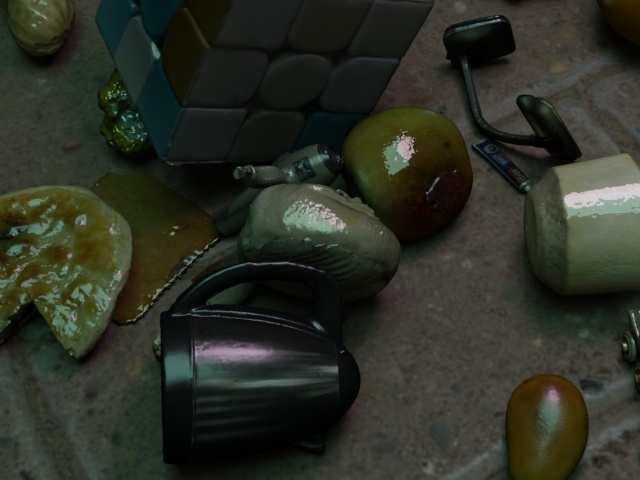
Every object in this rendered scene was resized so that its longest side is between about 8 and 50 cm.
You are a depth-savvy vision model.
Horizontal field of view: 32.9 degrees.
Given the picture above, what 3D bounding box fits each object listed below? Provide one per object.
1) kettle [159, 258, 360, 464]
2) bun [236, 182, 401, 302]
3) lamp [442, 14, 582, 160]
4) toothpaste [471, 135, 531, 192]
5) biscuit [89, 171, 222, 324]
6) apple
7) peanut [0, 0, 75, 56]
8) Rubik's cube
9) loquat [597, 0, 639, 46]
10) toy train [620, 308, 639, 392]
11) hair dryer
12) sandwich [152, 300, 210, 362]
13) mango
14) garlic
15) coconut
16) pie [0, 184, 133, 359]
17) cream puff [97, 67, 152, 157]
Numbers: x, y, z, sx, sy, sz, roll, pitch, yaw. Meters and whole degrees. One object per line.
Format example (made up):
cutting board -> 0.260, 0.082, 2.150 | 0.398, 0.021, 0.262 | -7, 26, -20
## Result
kettle -> -0.081, 0.174, 1.472 | 0.271, 0.207, 0.251 | 0, 66, -8
bun -> 0.000, 0.000, 1.553 | 0.239, 0.239, 0.141 | 9, 69, 10
lamp -> 0.286, -0.250, 1.718 | 0.124, 0.203, 0.283 | -27, 61, 6
toothpaste -> 0.295, -0.119, 1.733 | 0.037, 0.021, 0.140 | -24, 55, -22
biscuit -> -0.305, -0.002, 1.704 | 0.237, 0.013, 0.232 | 34, 66, 22
apple -> 0.136, -0.111, 1.660 | 0.188, 0.174, 0.207 | -25, 75, -9
peanut -> -0.518, -0.445, 1.939 | 0.130, 0.130, 0.290 | -24, 60, -11
Rubik's cube -> -0.099, -0.351, 1.652 | 0.347, 0.346, 0.344 | -3, 52, -36
loquat -> 0.571, -0.425, 1.788 | 0.235, 0.235, 0.235 | -2, 57, 3
toy train -> 0.471, 0.168, 1.475 | 0.081, 0.125, 0.194 | -6, 58, -4
hair dryer -> -0.101, -0.065, 1.617 | 0.225, 0.219, 0.088 | -15, 74, -47
sandwich -> -0.202, 0.129, 1.567 | 0.036, 0.093, 0.105 | 33, 68, 15
mango -> 0.304, 0.258, 1.452 | 0.111, 0.089, 0.163 | -7, 66, 13
garlic -> -0.129, 0.051, 1.625 | 0.152, 0.066, 0.084 | -36, 60, -15
coconut -> 0.408, -0.022, 1.560 | 0.222, 0.202, 0.202 | -6, 57, 4
pie -> -0.441, 0.044, 1.638 | 0.337, 0.075, 0.337 | -2, 61, 5
cream puff -> -0.302, -0.213, 1.774 | 0.156, 0.156, 0.121 | -19, 27, -8
